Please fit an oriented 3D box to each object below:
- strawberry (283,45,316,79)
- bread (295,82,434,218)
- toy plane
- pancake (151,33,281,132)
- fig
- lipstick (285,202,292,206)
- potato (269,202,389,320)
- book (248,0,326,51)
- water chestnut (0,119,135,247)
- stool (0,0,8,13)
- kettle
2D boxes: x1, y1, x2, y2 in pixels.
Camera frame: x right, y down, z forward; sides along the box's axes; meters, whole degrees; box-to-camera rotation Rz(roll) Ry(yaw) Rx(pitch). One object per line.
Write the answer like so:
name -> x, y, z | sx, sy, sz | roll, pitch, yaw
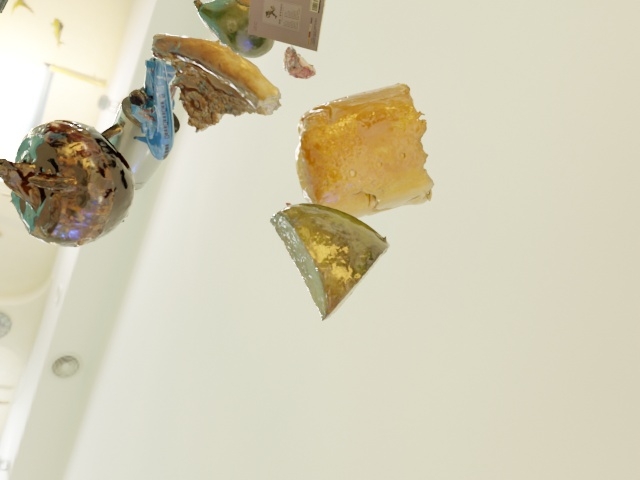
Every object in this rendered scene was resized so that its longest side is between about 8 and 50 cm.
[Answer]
strawberry -> -0.085, -0.641, 2.065 | 0.085, 0.140, 0.192 | -41, -131, 16
bread -> 0.121, -0.227, 1.560 | 0.250, 0.394, 0.360 | -160, -125, -69
toy plane -> -0.392, -0.314, 1.338 | 0.254, 0.105, 0.271 | -70, 180, -55
pancake -> -0.209, -0.270, 1.046 | 0.057, 0.266, 0.244 | -51, 177, -37
fig -> -0.251, -0.640, 1.645 | 0.195, 0.245, 0.195 | -171, -90, -85
lipstick -> -0.077, -0.095, 2.044 | 0.030, 0.129, 0.030 | -50, -174, -27
potato -> 0.000, 0.000, 1.242 | 0.255, 0.269, 0.112 | 37, -43, 9
book -> -0.077, -0.501, 1.241 | 0.182, 0.014, 0.127 | 20, -57, 15
water chestnut -> -0.572, -0.125, 1.233 | 0.300, 0.300, 0.299 | -26, -123, 49
stool -> -0.809, -0.752, 1.304 | 0.330, 0.297, 0.297 | -41, -135, 21
kettle -> -0.527, -0.255, 1.532 | 0.161, 0.221, 0.236 | 51, -54, 17
